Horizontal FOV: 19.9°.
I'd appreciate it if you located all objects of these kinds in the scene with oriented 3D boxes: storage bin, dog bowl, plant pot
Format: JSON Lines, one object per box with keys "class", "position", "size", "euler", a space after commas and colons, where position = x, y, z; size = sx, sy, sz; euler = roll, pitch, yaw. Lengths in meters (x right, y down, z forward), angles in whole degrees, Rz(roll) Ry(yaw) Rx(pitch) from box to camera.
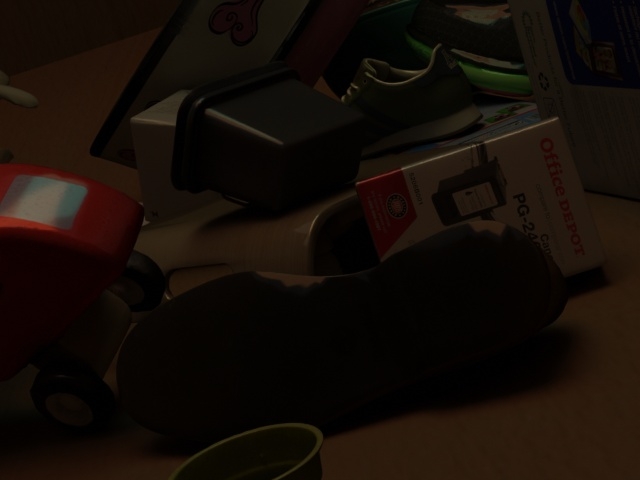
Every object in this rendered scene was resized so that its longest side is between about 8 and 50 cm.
{"class": "storage bin", "position": [-0.034, -0.067, 1.367], "size": [0.091, 0.098, 0.135], "euler": [25, 29, 30]}
{"class": "dog bowl", "position": [-0.063, -0.218, 1.840], "size": [0.408, 0.150, 0.408], "euler": [-56, 5, 8]}
{"class": "plant pot", "position": [-0.027, 0.146, 0.921], "size": [0.083, 0.079, 0.083], "euler": [-16, 15, 4]}

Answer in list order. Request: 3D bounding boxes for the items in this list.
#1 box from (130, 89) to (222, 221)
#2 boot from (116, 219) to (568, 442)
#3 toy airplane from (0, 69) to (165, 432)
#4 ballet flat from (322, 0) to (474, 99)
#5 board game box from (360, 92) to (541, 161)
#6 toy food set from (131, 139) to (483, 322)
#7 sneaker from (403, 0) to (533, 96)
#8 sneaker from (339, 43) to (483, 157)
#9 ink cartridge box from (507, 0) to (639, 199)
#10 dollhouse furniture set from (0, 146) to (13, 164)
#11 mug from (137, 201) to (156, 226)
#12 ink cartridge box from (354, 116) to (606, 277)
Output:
{"class": "box", "position": [-0.103, -0.073, 1.634], "size": [0.102, 0.101, 0.087], "euler": [7, 26, 30]}
{"class": "boot", "position": [0.015, 0.068, 1.186], "size": [0.305, 0.112, 0.115], "euler": [-15, -12, 20]}
{"class": "toy airplane", "position": [-0.338, 0.031, 1.339], "size": [0.384, 0.272, 0.386], "euler": [-40, 32, -5]}
{"class": "ballet flat", "position": [0.231, -0.259, 1.995], "size": [0.483, 0.164, 0.182], "euler": [-15, 4, 26]}
{"class": "board game box", "position": [0.124, -0.089, 1.691], "size": [0.160, 0.039, 0.211], "euler": [-22, 15, -14]}
{"class": "toy food set", "position": [0.000, 0.000, 1.457], "size": [0.220, 0.092, 0.306], "euler": [-8, 10, 40]}
{"class": "sneaker", "position": [0.305, -0.250, 1.705], "size": [0.483, 0.202, 0.185], "euler": [-9, 5, 26]}
{"class": "sneaker", "position": [0.048, -0.126, 1.668], "size": [0.192, 0.086, 0.064], "euler": [-14, 16, 24]}
{"class": "ink cartridge box", "position": [0.263, -0.113, 1.333], "size": [0.069, 0.176, 0.371], "euler": [-22, 15, -16]}
{"class": "dollhouse furniture set", "position": [-0.609, -0.068, 1.921], "size": [0.256, 0.362, 0.394], "euler": [-20, 28, 50]}
{"class": "mug", "position": [-0.151, -0.003, 1.677], "size": [0.078, 0.062, 0.064], "euler": [-32, 26, -23]}
{"class": "ink cartridge box", "position": [0.111, -0.012, 1.264], "size": [0.150, 0.109, 0.063], "euler": [-18, -1, 1]}
